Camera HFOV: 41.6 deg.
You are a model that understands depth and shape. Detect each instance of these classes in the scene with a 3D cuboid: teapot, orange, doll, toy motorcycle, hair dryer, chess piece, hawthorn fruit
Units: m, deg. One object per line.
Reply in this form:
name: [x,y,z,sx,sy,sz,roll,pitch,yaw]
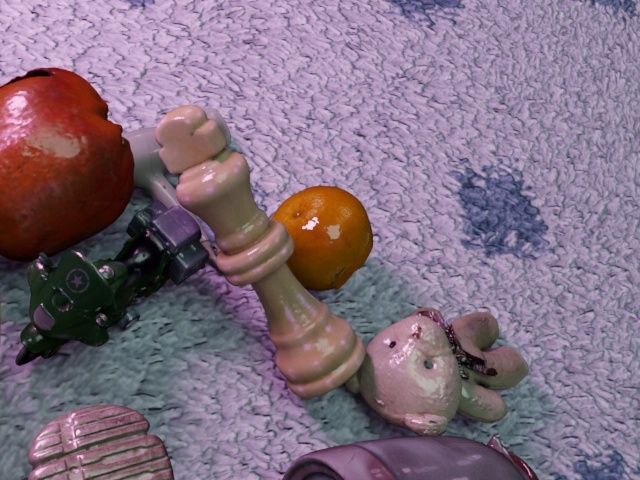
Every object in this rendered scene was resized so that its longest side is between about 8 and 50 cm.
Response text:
teapot: [0.135,0.384,1.005,0.312,0.233,0.314,-3,94,-31]
orange: [0.000,0.000,1.179,0.134,0.155,0.154,53,42,-44]
doll: [0.181,0.163,1.179,0.278,0.149,0.175,-13,26,-42]
toy motorcycle: [-0.248,0.044,1.014,0.125,0.187,0.275,46,53,5]
hair dryer: [-0.176,-0.063,1.190,0.206,0.075,0.237,-26,84,-39]
chess piece: [-0.081,0.010,1.051,0.117,0.117,0.397,-43,113,-35]
hawthorn fruit: [-0.359,-0.064,1.011,0.211,0.211,0.299,41,73,1]

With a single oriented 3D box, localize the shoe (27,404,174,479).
shoe: [-0.204,0.357,0.855,0.172,0.198,0.350,-3,62,-23]
